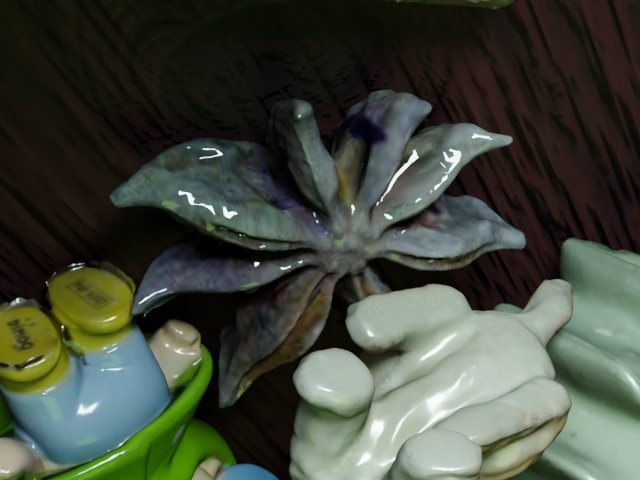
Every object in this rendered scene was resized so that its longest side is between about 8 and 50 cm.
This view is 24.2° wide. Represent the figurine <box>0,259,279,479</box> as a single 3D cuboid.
[{"bbox_3d":[-0.099,0.132,0.730,0.162,0.143,0.263,-38,134,-34],"label":"figurine"}]

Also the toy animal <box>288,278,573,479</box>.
[{"bbox_3d":[0.040,0.112,0.689,0.184,0.104,0.185,-25,142,-49],"label":"toy animal"}]

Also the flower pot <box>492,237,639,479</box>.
[{"bbox_3d":[0.223,0.151,0.831,0.367,0.164,0.254,13,99,-40],"label":"flower pot"}]

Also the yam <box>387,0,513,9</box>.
[{"bbox_3d":[0.010,-0.107,0.574,0.145,0.032,0.032,-3,139,-22],"label":"yam"}]

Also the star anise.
[{"bbox_3d":[0.000,0.000,0.671,0.204,0.061,0.181,-11,129,-21],"label":"star anise"}]
